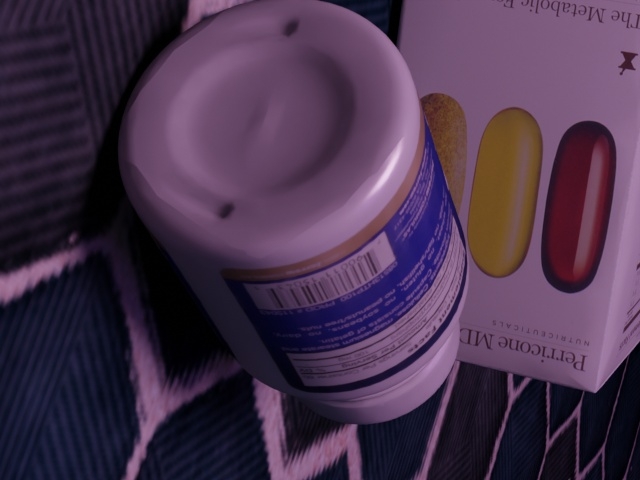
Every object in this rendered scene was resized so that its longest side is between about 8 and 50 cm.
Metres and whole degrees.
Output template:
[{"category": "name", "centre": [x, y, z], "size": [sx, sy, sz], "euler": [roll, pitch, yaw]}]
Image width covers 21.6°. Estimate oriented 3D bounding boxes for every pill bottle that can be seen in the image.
[{"category": "pill bottle", "centre": [0.000, 0.000, 0.670], "size": [0.186, 0.112, 0.112], "euler": [65, 42, -59]}]

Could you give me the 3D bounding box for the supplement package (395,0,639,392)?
[{"category": "supplement package", "centre": [0.118, -0.062, 0.895], "size": [0.134, 0.139, 0.244], "euler": [-26, 125, -66]}]
